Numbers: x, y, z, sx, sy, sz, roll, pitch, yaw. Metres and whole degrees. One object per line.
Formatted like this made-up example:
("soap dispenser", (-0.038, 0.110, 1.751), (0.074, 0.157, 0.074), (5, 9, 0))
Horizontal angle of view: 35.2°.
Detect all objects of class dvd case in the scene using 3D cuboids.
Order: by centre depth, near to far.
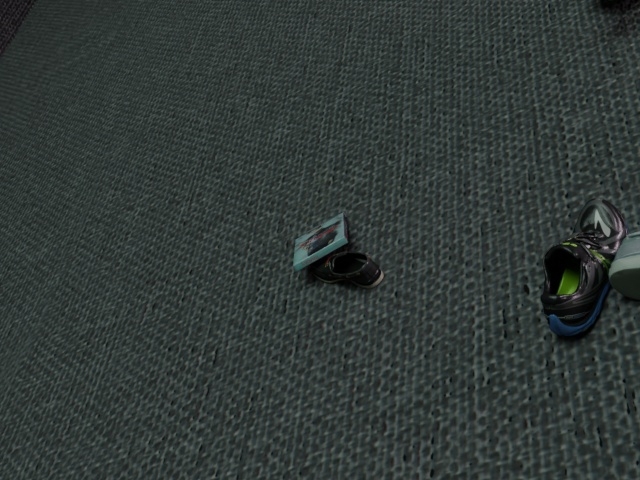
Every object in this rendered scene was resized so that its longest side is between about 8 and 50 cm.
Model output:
("dvd case", (0.000, 0.000, 1.471), (0.087, 0.013, 0.119), (-30, 15, 11))

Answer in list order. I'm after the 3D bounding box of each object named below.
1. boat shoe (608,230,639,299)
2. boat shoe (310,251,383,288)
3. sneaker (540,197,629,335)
("boat shoe", (0.414, 0.006, 1.058), (0.227, 0.079, 0.081), (-10, 46, 39))
("boat shoe", (0.030, 0.034, 1.408), (0.133, 0.042, 0.049), (10, 57, 50))
("sneaker", (0.299, 0.020, 1.147), (0.067, 0.078, 0.188), (-1, 46, 41))
